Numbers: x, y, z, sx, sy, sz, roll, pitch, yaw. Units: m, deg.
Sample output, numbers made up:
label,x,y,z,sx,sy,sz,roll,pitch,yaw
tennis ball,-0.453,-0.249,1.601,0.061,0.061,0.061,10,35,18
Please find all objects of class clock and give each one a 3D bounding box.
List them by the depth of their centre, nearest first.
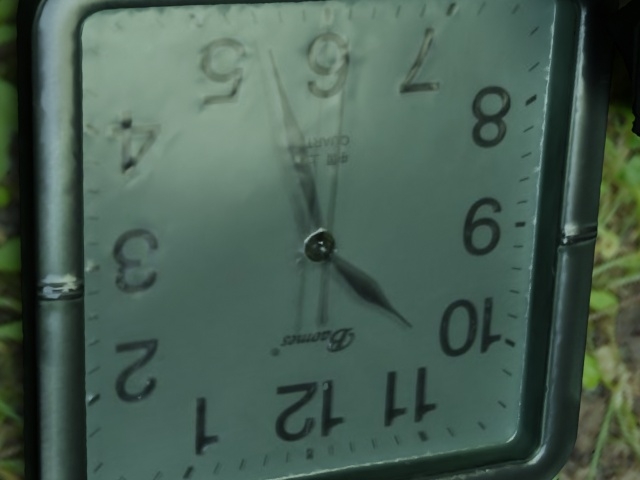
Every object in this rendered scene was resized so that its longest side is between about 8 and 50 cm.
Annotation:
label,x,y,z,sx,sy,sz,roll,pitch,yaw
clock,0.000,0.000,0.738,0.273,0.049,0.279,-5,110,-23

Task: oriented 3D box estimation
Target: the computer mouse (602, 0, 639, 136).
label,x,y,z,sx,sy,sz,roll,pitch,yaw
computer mouse,0.188,-0.068,0.734,0.192,0.106,0.062,28,58,-67
